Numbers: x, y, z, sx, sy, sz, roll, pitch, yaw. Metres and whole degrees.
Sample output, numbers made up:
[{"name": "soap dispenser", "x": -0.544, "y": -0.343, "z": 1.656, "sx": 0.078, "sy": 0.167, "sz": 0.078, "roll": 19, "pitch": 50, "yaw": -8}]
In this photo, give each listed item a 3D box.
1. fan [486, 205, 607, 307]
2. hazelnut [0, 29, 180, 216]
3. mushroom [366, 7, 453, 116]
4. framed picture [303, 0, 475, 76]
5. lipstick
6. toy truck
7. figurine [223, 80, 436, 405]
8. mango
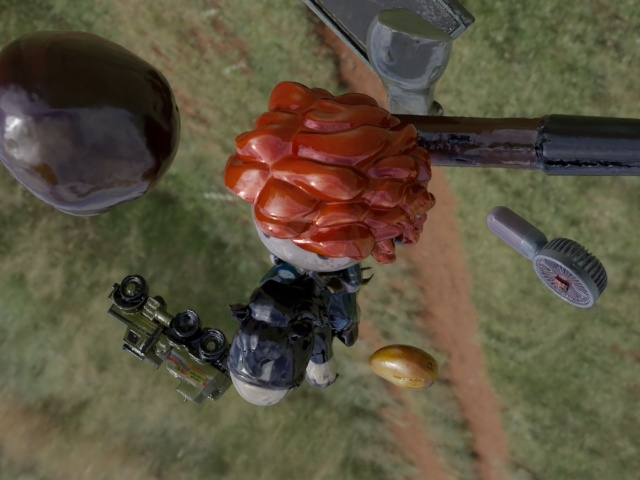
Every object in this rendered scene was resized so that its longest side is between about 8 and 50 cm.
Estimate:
[{"name": "fan", "x": 0.393, "y": 0.024, "z": 2.019, "sx": 0.244, "sy": 0.074, "sz": 0.130, "roll": 38, "pitch": 164, "yaw": 21}, {"name": "hazelnut", "x": -0.280, "y": -0.147, "z": 1.330, "sx": 0.229, "sy": 0.229, "sz": 0.229, "roll": 28, "pitch": 161, "yaw": 11}, {"name": "mushroom", "x": 0.114, "y": -0.227, "z": 1.541, "sx": 0.116, "sy": 0.093, "sz": 0.225, "roll": 28, "pitch": 152, "yaw": 13}, {"name": "framed picture", "x": 0.059, "y": -0.381, "z": 1.708, "sx": 0.315, "sy": 0.024, "sz": 0.232, "roll": 46, "pitch": 148, "yaw": -6}, {"name": "lipstick", "x": 0.234, "y": -0.121, "z": 1.434, "sx": 0.418, "sy": 0.077, "sz": 0.077, "roll": 4, "pitch": 151, "yaw": 23}, {"name": "toy truck", "x": -0.256, "y": 0.170, "z": 1.954, "sx": 0.257, "sy": 0.127, "sz": 0.127, "roll": 35, "pitch": 171, "yaw": 24}, {"name": "figurine", "x": -0.006, "y": 0.010, "z": 1.365, "sx": 0.241, "sy": 0.306, "sz": 0.412, "roll": 32, "pitch": 120, "yaw": 25}, {"name": "mango", "x": 0.099, "y": 0.153, "z": 1.385, "sx": 0.089, "sy": 0.046, "sz": 0.060, "roll": 4, "pitch": 130, "yaw": 28}]
